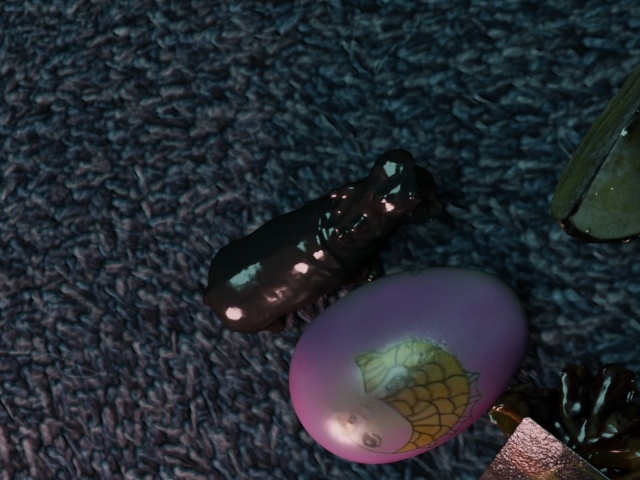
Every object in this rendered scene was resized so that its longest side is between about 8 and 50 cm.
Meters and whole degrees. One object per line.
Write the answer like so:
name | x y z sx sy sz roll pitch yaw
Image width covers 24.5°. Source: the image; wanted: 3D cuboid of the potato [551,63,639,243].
potato | 0.343 -0.096 1.553 0.120 0.100 0.261 35 87 -15

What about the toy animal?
toy animal | 0.014 -0.003 1.639 0.343 0.168 0.106 -34 71 35

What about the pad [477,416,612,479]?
pad | 0.230 0.276 1.527 0.143 0.003 0.211 37 141 12

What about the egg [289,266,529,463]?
egg | 0.093 0.126 1.584 0.271 0.196 0.196 -42 70 13

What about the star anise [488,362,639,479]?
star anise | 0.287 0.204 1.512 0.220 0.190 0.126 27 58 25
